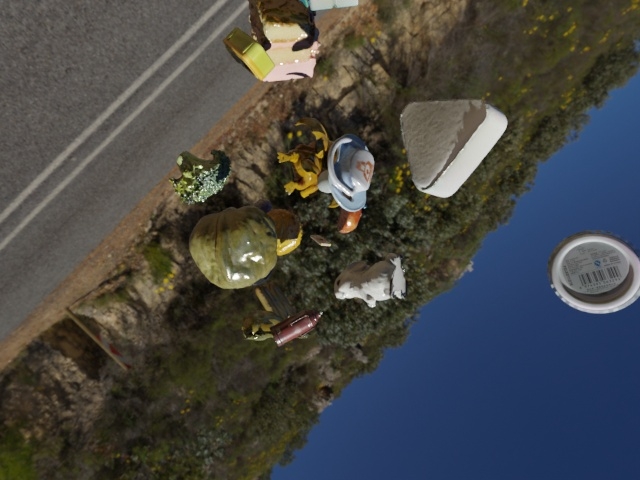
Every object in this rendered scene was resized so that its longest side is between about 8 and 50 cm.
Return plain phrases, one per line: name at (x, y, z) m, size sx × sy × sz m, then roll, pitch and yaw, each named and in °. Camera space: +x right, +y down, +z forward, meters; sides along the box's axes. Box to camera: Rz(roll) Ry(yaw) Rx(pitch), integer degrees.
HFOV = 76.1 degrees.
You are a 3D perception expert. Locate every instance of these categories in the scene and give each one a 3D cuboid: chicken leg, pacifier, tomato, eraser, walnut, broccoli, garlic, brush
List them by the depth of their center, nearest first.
eraser at (0.407, -0.300, 1.354) m, size 0.150 × 0.331 × 0.331 m, roll 9°, pitch 142°, yaw -43°
walnut at (-0.285, 0.023, 1.393) m, size 0.282 × 0.277 × 0.253 m, roll 6°, pitch -146°, yaw 32°
pacifier at (0.068, -0.232, 1.407) m, size 0.207 × 0.227 × 0.279 m, roll -11°, pitch -126°, yaw 46°
brush at (0.176, -0.184, 2.022) m, size 0.051 × 0.014 × 0.164 m, roll -30°, pitch -149°, yaw -20°
chicken leg at (-0.216, 0.445, 2.079) m, size 0.201 × 0.429 × 0.153 m, roll 12°, pitch -95°, yaw 52°
broccoli at (-0.613, -0.326, 2.138) m, size 0.334 × 0.272 × 0.324 m, roll -51°, pitch 155°, yaw -49°
garlic at (-0.336, -0.170, 2.357) m, size 0.159 × 0.102 × 0.147 m, roll -46°, pitch 155°, yaw -56°
tomato at (0.175, -0.154, 2.406) m, size 0.237 × 0.095 × 0.237 m, roll -168°, pitch -90°, yaw -76°

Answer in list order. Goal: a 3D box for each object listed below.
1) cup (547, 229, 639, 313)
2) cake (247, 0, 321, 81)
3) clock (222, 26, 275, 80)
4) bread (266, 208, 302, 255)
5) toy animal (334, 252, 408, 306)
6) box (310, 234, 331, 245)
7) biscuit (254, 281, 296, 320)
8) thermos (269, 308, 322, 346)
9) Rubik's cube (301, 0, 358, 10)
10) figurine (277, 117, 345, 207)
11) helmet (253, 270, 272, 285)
cup at (0.817, 0.089, 1.212) m, size 0.253 × 0.253 × 0.371 m, roll -40°, pitch 155°, yaw 24°
cake at (-0.160, -0.909, 1.797) m, size 0.293 × 0.314 × 0.307 m, roll -8°, pitch 153°, yaw -13°
clock at (-0.287, -0.744, 1.632) m, size 0.096 × 0.202 × 0.143 m, roll -45°, pitch 149°, yaw 1°
bread at (-0.201, -0.046, 2.040) m, size 0.240 × 0.240 × 0.139 m, roll -41°, pitch -175°, yaw 16°
toy animal at (0.233, 0.192, 1.989) m, size 0.357 × 0.194 × 0.258 m, roll 0°, pitch -106°, yaw 37°
box at (0.000, 0.000, 1.580) m, size 0.083 × 0.046 × 0.012 m, roll 39°, pitch -63°, yaw 49°
biscuit at (-0.244, 0.365, 2.298) m, size 0.062 × 0.291 × 0.237 m, roll -37°, pitch 171°, yaw 16°
thermos at (-0.098, 0.361, 1.766) m, size 0.232 × 0.099 × 0.124 m, roll -27°, pitch 152°, yaw -5°
Rubik's cube at (-0.014, -1.011, 1.417) m, size 0.358 × 0.368 × 0.387 m, roll -3°, pitch -140°, yaw 8°
figurine at (0.015, -0.321, 1.866) m, size 0.387 × 0.401 × 0.268 m, roll -18°, pitch 168°, yaw -44°
helmet at (-0.307, 0.101, 1.882) m, size 0.160 × 0.279 × 0.230 m, roll 0°, pitch -120°, yaw 56°
